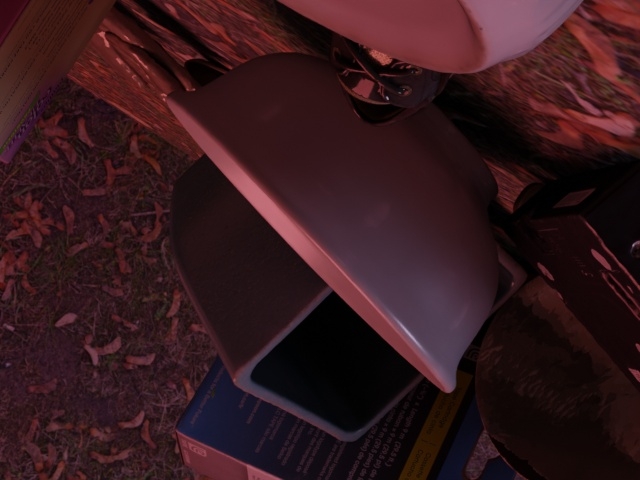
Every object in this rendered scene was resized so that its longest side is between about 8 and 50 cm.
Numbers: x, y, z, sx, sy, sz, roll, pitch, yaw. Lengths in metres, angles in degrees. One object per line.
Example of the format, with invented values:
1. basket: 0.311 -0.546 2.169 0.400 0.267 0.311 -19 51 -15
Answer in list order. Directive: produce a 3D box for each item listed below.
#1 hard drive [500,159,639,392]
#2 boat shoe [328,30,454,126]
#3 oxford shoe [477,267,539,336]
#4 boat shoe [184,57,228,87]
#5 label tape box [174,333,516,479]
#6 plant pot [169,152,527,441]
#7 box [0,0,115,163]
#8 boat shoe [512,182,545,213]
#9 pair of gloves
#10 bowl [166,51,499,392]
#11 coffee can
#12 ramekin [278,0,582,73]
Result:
1. hard drive: 0.268 0.096 0.896 0.339 0.064 0.237 50 177 -1
2. boat shoe: 0.042 -0.105 0.736 0.080 0.073 0.223 32 177 6
3. oxford shoe: 0.144 0.045 1.544 0.348 0.123 0.130 33 -178 13
4. boat shoe: -0.091 -0.154 1.467 0.137 0.049 0.043 36 176 27
5. label tape box: 0.050 0.186 1.439 0.333 0.241 0.106 22 150 13
6. plant pot: 0.000 0.000 1.324 0.252 0.248 0.247 51 -173 34
7. box: -0.279 -0.195 1.161 0.117 0.214 0.243 32 177 1
8. boat shoe: 0.203 0.007 1.061 0.135 0.050 0.045 35 -179 -32
9. pair of gloves: -0.223 -0.227 1.456 0.204 0.042 0.240 46 172 -36
10. bowl: 0.035 -0.039 1.003 0.298 0.134 0.298 46 177 3
11. coffee can: 0.267 0.149 1.221 0.201 0.202 0.275 31 175 26
12. ramekin: 0.005 -0.136 0.377 0.207 0.109 0.207 33 176 2
